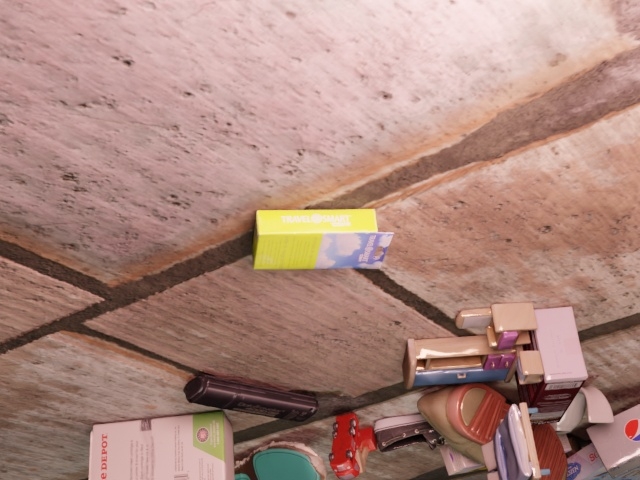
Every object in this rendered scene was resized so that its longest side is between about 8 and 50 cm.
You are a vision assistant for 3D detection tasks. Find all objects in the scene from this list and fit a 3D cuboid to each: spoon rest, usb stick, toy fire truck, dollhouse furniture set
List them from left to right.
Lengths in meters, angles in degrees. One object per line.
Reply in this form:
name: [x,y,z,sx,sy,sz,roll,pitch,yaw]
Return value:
usb stick: [-0.127,0.299,1.826,0.278,0.045,0.077,18,137,-35]
toy fire truck: [0.070,0.437,2.011,0.047,0.192,0.135,-16,121,17]
dollhouse furniture set: [0.262,0.305,1.628,0.198,0.303,0.286,-5,151,-2]
spoon rest: [0.514,0.353,2.010,0.137,0.084,0.276,5,163,-14]

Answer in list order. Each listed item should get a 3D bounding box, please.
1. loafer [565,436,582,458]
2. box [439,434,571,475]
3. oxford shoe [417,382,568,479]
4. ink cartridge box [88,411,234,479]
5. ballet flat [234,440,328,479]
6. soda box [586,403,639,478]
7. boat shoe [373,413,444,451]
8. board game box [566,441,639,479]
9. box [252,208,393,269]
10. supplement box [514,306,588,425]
loafer: [0.597,0.508,2.307,0.050,0.056,0.148,-21,148,15]
box: [0.408,0.455,2.110,0.324,0.067,0.063,-1,153,-34]
oxford shoe: [0.360,0.402,1.973,0.397,0.140,0.146,42,151,-28]
ink cartridge box: [-0.315,0.465,1.937,0.272,0.198,0.115,-6,153,4]
ballet flat: [-0.116,0.532,2.200,0.409,0.147,0.147,-26,145,38]
soda box: [0.700,0.378,1.979,0.286,0.098,0.091,-29,146,10]
boat shoe: [0.227,0.406,2.043,0.228,0.076,0.080,-8,151,6]
board game box: [0.753,0.489,2.223,0.318,0.066,0.318,8,141,-31]
box: [0.000,0.000,1.299,0.178,0.042,0.109,-1,152,-8]
supplement box: [0.393,0.223,1.678,0.073,0.130,0.239,-5,152,-1]
